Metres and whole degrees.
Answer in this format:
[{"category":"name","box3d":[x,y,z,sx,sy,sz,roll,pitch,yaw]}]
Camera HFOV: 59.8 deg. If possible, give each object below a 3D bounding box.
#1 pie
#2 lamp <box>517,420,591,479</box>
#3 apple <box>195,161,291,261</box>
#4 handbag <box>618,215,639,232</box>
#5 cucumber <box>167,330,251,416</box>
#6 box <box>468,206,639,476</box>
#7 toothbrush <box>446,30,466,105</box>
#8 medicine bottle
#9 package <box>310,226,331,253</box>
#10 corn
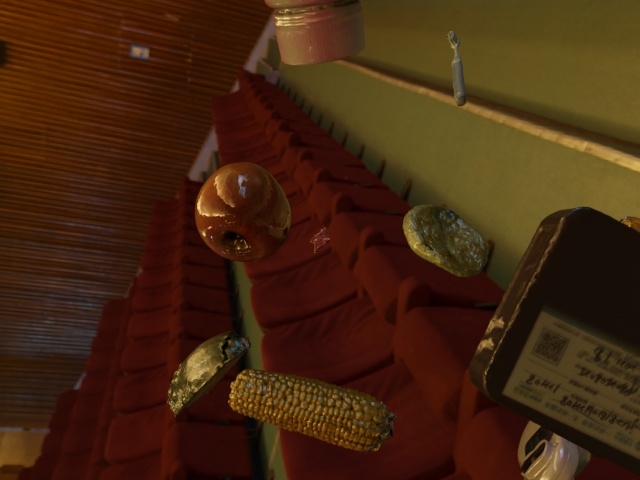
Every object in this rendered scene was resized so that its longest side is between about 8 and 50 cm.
[{"category":"pie","box3d":[0.247,-0.001,1.101,0.187,0.187,0.041,-99,27,-45]},{"category":"lamp","box3d":[0.465,0.405,1.082,0.246,0.108,0.179,-33,-29,-60]},{"category":"apple","box3d":[-0.191,-0.075,1.425,0.253,0.253,0.253,-172,90,-74]},{"category":"handbag","box3d":[0.885,0.128,1.432,0.133,0.401,0.283,-101,31,-61]},{"category":"cucumber","box3d":[-0.292,0.317,1.388,0.105,0.145,0.325,52,133,8]},{"category":"box","box3d":[0.342,0.130,0.545,0.211,0.350,0.058,-62,2,0]},{"category":"toothbrush","box3d":[0.189,-0.244,0.772,0.016,0.019,0.219,-26,32,29]},{"category":"medicine bottle","box3d":[-0.022,-0.584,1.163,0.219,0.219,0.388,-113,13,-61]},{"category":"package","box3d":[0.000,0.000,1.478,0.059,0.029,0.083,-41,26,9]},{"category":"corn","box3d":[-0.015,0.312,1.041,0.115,0.318,0.115,-162,90,-88]}]
